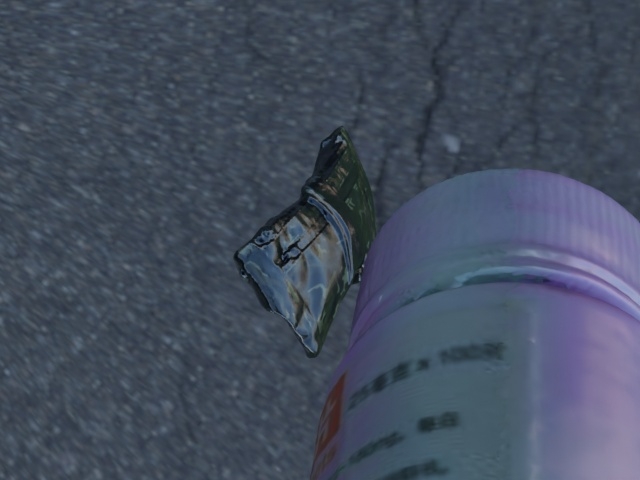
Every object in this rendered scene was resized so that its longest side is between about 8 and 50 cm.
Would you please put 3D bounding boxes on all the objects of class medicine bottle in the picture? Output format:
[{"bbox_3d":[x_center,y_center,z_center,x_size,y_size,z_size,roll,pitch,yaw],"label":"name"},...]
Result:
[{"bbox_3d":[0.099,0.146,0.819,0.219,0.388,0.219,4,129,5],"label":"medicine bottle"}]

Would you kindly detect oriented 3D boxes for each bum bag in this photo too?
[{"bbox_3d":[0.001,0.001,1.195,0.102,0.069,0.248,51,34,-10],"label":"bum bag"}]
